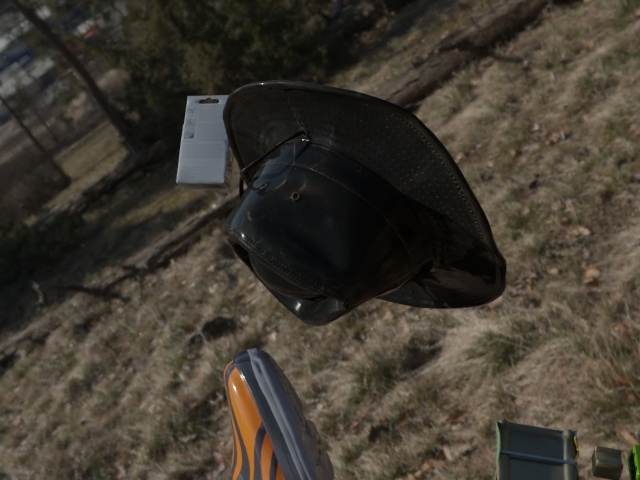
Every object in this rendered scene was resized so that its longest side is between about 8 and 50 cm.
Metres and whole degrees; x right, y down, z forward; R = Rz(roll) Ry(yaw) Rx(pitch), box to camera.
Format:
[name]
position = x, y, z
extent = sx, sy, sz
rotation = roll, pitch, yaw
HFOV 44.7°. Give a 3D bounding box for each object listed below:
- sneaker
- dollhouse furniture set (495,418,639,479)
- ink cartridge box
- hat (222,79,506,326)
[sneaker]
position = -0.061, 0.257, 0.611
extent = 0.180, 0.124, 0.321
rotation = -20, 78, 1
[dollhouse furniture set]
position = 0.478, 0.488, 1.503
extent = 0.301, 0.151, 0.197
rotation = 8, 33, 10
[ink cartridge box]
position = -0.138, -0.121, 0.959
extent = 0.063, 0.029, 0.115
rotation = 1, 76, 12
[hat]
position = 0.000, 0.000, 0.734
extent = 0.331, 0.331, 0.134
rotation = 12, 52, 46
